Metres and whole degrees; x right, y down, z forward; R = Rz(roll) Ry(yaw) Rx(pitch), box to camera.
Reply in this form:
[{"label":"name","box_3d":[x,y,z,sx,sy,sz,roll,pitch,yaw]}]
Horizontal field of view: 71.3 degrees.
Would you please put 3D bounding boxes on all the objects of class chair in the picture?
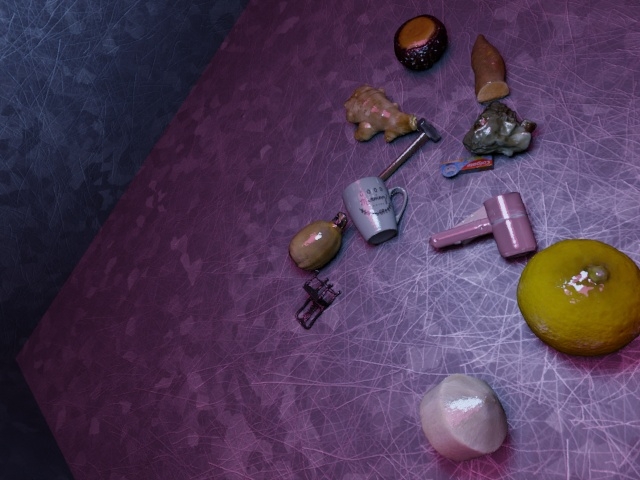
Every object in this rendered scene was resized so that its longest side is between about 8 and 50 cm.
[{"label":"chair","box_3d":[-0.034,0.253,1.857,0.229,0.113,0.106,-49,53,1]}]

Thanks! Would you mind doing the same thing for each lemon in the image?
[{"label":"lemon","box_3d":[0.752,0.151,1.288,0.365,0.364,0.363,-12,65,27]}]

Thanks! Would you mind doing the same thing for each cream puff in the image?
[{"label":"cream puff","box_3d":[0.446,-0.873,1.986,0.239,0.165,0.238,-12,65,26]}]

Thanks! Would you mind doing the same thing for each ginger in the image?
[{"label":"ginger","box_3d":[0.247,-0.542,1.976,0.236,0.166,0.375,-39,47,3]}]

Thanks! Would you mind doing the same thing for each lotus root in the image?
[{"label":"lotus root","box_3d":[0.000,0.000,1.892,0.310,0.183,0.182,-40,56,10]}]

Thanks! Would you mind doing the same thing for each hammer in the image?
[{"label":"hammer","box_3d":[0.341,-0.348,1.890,0.365,0.111,0.043,-46,28,15]}]

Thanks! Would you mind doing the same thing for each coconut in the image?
[{"label":"coconut","box_3d":[0.442,0.530,1.356,0.265,0.238,0.237,112,143,-50]}]

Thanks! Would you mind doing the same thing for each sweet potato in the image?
[{"label":"sweet potato","box_3d":[0.680,-0.725,1.817,0.131,0.131,0.336,-10,67,27]}]

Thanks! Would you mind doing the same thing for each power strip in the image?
[{"label":"power strip","box_3d":[0.584,-0.064,1.659,0.192,0.035,0.081,-38,58,13]}]

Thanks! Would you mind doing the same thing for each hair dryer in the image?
[{"label":"hair dryer","box_3d":[0.558,-0.017,1.587,0.353,0.125,0.210,-19,76,27]}]

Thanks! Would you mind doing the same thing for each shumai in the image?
[{"label":"shumai","box_3d":[0.670,-0.397,1.669,0.218,0.189,0.256,30,48,15]}]

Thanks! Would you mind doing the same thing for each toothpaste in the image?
[{"label":"toothpaste","box_3d":[0.575,-0.283,1.747,0.194,0.044,0.070,-5,70,29]}]

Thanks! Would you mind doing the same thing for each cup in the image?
[{"label":"cup","box_3d":[0.246,-0.126,1.820,0.258,0.186,0.233,-18,68,-7]}]
